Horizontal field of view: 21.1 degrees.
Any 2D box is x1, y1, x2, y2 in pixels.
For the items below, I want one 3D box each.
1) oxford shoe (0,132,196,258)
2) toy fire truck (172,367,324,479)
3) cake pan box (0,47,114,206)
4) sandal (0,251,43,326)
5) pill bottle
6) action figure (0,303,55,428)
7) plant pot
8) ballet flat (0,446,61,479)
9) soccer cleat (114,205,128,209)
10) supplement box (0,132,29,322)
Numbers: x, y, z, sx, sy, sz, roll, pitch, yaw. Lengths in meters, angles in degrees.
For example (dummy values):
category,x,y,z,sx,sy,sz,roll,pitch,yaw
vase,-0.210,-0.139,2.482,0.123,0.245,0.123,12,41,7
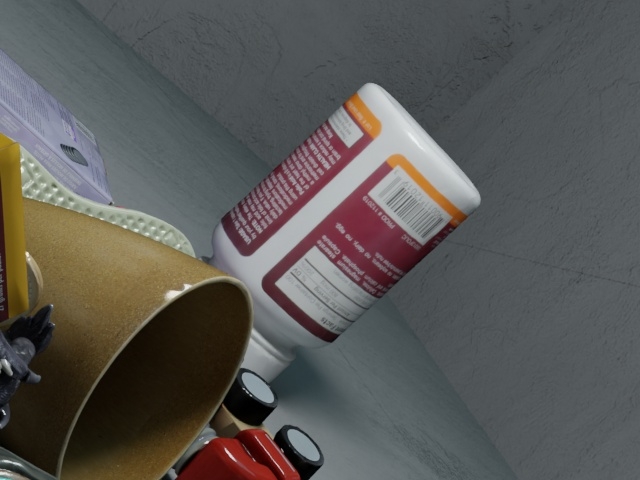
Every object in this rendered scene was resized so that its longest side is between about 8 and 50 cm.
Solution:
category,x,y,z,sx,sy,sz,roll,pitch,yaw
oxford shoe,-0.304,-0.002,1.697,0.130,0.169,0.449,-3,-17,36
toy fire truck,-0.129,0.176,1.680,0.217,0.158,0.246,50,20,23
cake pan box,-0.383,-0.154,2.208,0.246,0.070,0.267,45,8,-27
sandal,-0.323,0.039,1.312,0.240,0.079,0.088,8,-57,33
pill bottle,0.000,0.000,2.271,0.224,0.392,0.224,46,8,-8
action figure,-0.277,0.096,1.190,0.141,0.164,0.276,50,12,-11
plant pot,-0.229,0.069,1.454,0.254,0.237,0.237,33,2,22
ballet flat,-0.172,0.233,1.308,0.280,0.095,0.096,42,-3,-29
soccer cleat,-0.192,0.054,2.146,0.248,0.083,0.095,47,3,21
supplement box,-0.319,-0.014,1.080,0.191,0.129,0.194,-27,43,-37
